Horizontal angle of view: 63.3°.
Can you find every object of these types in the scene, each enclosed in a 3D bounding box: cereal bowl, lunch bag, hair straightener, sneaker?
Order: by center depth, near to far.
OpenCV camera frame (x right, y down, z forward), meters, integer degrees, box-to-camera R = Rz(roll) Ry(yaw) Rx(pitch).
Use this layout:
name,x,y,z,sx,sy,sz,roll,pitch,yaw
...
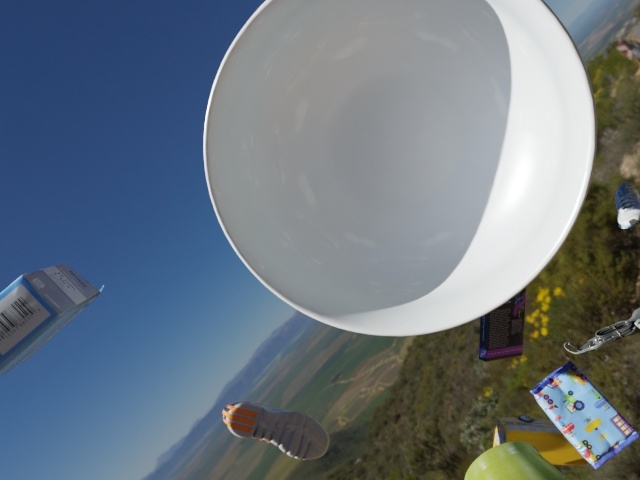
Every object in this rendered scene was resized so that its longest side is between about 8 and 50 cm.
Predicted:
name,x,y,z,sx,sy,sz,roll,pitch,yaw
cereal bowl,0.069,-0.087,0.505,0.339,0.339,0.141,-49,1,23
hair straightener,0.546,0.144,0.919,0.231,0.047,0.089,-27,-24,17
sneaker,0.789,-0.095,1.338,0.071,0.082,0.190,-25,12,34
lunch bag,0.681,0.462,1.391,0.138,0.221,0.293,-38,-25,2
sneaker,-0.136,0.537,1.524,0.124,0.321,0.180,-67,15,-15

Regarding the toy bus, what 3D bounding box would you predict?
name,x,y,z,sx,sy,sz,roll,pitch,yaw
toy bus,0.722,0.634,1.643,0.130,0.333,0.108,-109,24,-83

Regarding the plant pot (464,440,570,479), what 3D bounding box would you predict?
name,x,y,z,sx,sy,sz,roll,pitch,yaw
plant pot,0.574,0.754,1.392,0.366,0.367,0.353,-48,29,14

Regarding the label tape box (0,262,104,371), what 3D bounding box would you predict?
name,x,y,z,sx,sy,sz,roll,pitch,yaw
label tape box,-0.628,0.172,1.111,0.249,0.115,0.348,-42,10,-4

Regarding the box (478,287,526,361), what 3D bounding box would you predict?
name,x,y,z,sx,sy,sz,roll,pitch,yaw
box,0.412,0.186,1.174,0.116,0.162,0.029,-1,7,-27
